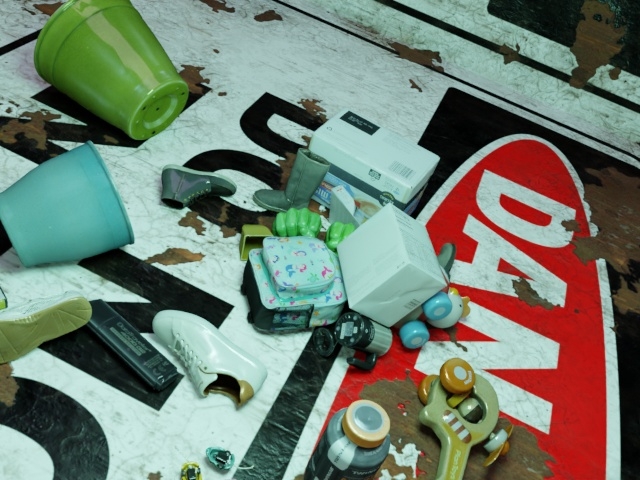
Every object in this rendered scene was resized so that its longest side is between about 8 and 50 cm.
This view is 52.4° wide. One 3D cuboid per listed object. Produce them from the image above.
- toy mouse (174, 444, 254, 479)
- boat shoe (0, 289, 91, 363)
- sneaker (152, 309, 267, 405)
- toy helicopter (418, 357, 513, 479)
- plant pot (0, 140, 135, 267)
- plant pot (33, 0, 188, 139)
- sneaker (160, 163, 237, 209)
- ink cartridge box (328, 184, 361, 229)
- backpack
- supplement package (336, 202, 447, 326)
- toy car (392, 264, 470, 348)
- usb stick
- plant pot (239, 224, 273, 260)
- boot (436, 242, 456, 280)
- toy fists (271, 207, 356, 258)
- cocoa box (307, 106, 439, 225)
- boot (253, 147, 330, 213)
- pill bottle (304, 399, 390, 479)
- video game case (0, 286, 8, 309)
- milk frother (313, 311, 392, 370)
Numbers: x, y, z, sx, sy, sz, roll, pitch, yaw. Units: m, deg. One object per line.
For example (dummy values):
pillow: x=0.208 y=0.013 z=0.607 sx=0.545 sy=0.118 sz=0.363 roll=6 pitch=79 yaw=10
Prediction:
toy mouse: x=-0.202 y=0.467 z=1.287 sx=0.143 sy=0.031 sz=0.161 roll=-6 pitch=47 yaw=-26
boat shoe: x=-0.637 y=0.181 z=1.393 sx=0.277 sy=0.098 sz=0.096 roll=-19 pitch=28 yaw=-26
sneaker: x=-0.264 y=0.258 z=1.434 sx=0.290 sy=0.106 sz=0.123 roll=29 pitch=39 yaw=8
toy helicopter: x=0.323 y=0.458 z=1.465 sx=0.235 sy=0.140 sz=0.355 roll=28 pitch=51 yaw=-4
plant pot: x=-0.619 y=-0.066 z=1.552 sx=0.255 sy=0.272 sz=0.272 roll=-25 pitch=56 yaw=-21
plant pot: x=-0.603 y=-0.508 z=1.988 sx=0.353 sy=0.366 sz=0.366 roll=44 pitch=45 yaw=10
sneaker: x=-0.350 y=-0.133 z=1.868 sx=0.222 sy=0.083 sz=0.118 roll=11 pitch=60 yaw=-21
ink cartridge box: x=0.089 y=-0.052 z=1.882 sx=0.045 sy=0.145 sz=0.179 roll=-26 pitch=57 yaw=-22
backpack: x=-0.051 y=0.105 z=1.639 sx=0.253 sy=0.191 sz=0.225 roll=4 pitch=42 yaw=-25
supplement package: x=0.169 y=0.061 z=1.597 sx=0.149 sy=0.194 sz=0.203 roll=29 pitch=34 yaw=-35
toy car: x=0.311 y=0.155 z=1.721 sx=0.237 sy=0.210 sz=0.219 roll=12 pitch=36 yaw=-28
usb stick: x=-0.433 y=0.227 z=1.450 sx=0.278 sy=0.045 sz=0.077 roll=36 pitch=37 yaw=18
plant pot: x=-0.182 y=-0.002 z=1.778 sx=0.081 sy=0.082 sz=0.083 roll=0 pitch=32 yaw=-21
boot: x=0.302 y=0.067 z=1.895 sx=0.161 sy=0.083 sz=0.246 roll=19 pitch=39 yaw=7
toy fists: x=0.000 y=0.000 z=1.795 sx=0.279 sy=0.142 sz=0.096 roll=20 pitch=41 yaw=0
cocoa box: x=0.142 y=-0.207 z=2.012 sx=0.347 sy=0.228 sz=0.231 roll=31 pitch=42 yaw=12
boot: x=-0.087 y=-0.174 z=1.899 sx=0.189 sy=0.209 sz=0.076 roll=18 pitch=40 yaw=-2
pill bottle: x=0.058 y=0.416 z=1.282 sx=0.130 sy=0.246 sz=0.130 roll=11 pitch=41 yaw=-10
video game case: x=-0.870 y=0.087 z=1.436 sx=0.248 sy=0.035 sz=0.275 roll=-21 pitch=55 yaw=-37
milk frother: x=0.076 y=0.243 z=1.604 sx=0.143 sy=0.129 sz=0.134 roll=18 pitch=-7 yaw=42
